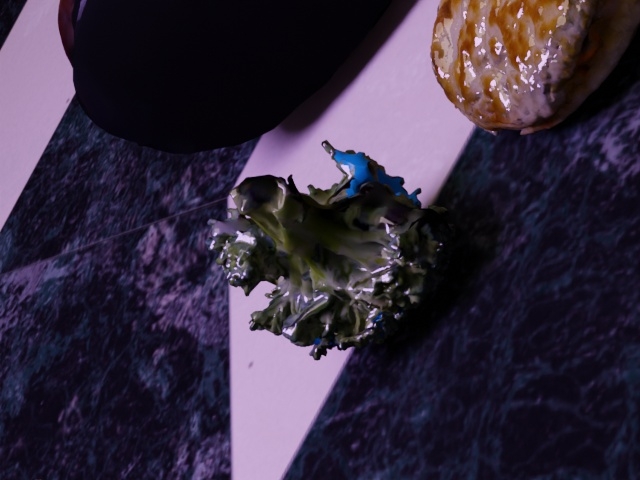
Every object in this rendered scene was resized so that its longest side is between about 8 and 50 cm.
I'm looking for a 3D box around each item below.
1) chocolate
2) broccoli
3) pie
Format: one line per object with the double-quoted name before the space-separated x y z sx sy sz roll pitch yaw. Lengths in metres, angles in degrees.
"chocolate" -0.067 -0.245 1.531 0.340 0.225 0.210 -50 19 20
"broccoli" 0.000 0.000 1.266 0.154 0.160 0.167 -43 49 -2
"pie" 0.152 -0.169 1.242 0.179 0.084 0.205 -14 57 57
